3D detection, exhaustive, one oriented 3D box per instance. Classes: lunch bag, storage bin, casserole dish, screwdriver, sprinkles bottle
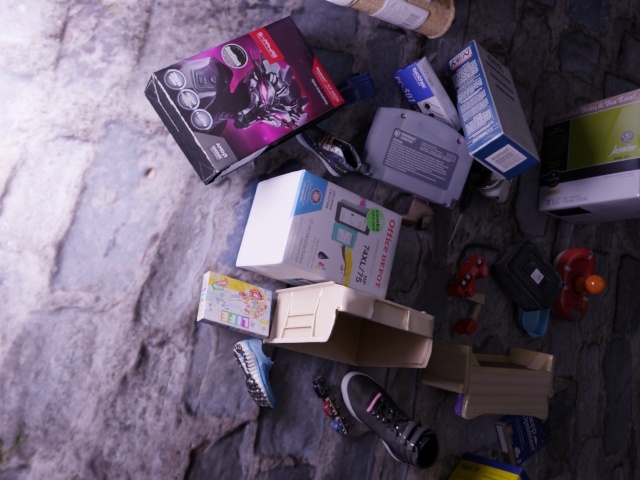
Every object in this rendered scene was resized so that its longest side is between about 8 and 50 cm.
[{"bbox_3d":[0.086,-0.371,1.497,0.098,0.067,0.065,-32,104,-33],"label":"lunch bag"},{"bbox_3d":[0.064,0.187,1.320,0.262,0.260,0.123,21,71,-31],"label":"storage bin"},{"bbox_3d":[0.589,0.103,1.756,0.180,0.084,0.122,46,67,-6],"label":"storage bin"},{"bbox_3d":[0.632,0.195,1.834,0.114,0.037,0.188,22,74,-31],"label":"casserole dish"},{"bbox_3d":[0.388,-0.061,1.701,0.025,0.024,0.170,21,74,-1],"label":"screwdriver"},{"bbox_3d":[0.174,-0.610,1.546,0.355,0.121,0.121,6,82,-34],"label":"sprinkles bottle"}]

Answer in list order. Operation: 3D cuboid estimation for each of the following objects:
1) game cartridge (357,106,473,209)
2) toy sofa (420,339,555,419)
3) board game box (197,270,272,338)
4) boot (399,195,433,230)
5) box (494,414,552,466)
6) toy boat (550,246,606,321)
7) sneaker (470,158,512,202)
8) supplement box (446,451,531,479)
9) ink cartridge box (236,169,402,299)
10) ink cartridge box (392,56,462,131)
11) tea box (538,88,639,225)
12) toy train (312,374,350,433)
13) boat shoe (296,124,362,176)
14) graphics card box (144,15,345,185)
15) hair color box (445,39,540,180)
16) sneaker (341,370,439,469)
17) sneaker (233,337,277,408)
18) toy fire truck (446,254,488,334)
[{"bbox_3d":[0.246,-0.215,1.551,0.294,0.060,0.196,19,96,-23],"label":"game cartridge"},{"bbox_3d":[0.444,0.365,1.625,0.362,0.150,0.177,10,85,-33],"label":"toy sofa"},{"bbox_3d":[-0.175,0.136,1.283,0.154,0.026,0.103,21,57,-31],"label":"board game box"},{"bbox_3d":[0.244,-0.078,1.599,0.118,0.042,0.087,18,70,-33],"label":"boot"},{"bbox_3d":[0.601,0.544,1.783,0.225,0.036,0.136,-19,96,-35],"label":"box"},{"bbox_3d":[0.797,0.132,1.881,0.151,0.151,0.231,24,73,-31],"label":"toy boat"},{"bbox_3d":[0.510,-0.259,1.759,0.146,0.122,0.331,37,65,-46],"label":"sneaker"},{"bbox_3d":[0.380,0.740,1.521,0.356,0.194,0.195,-44,109,-28],"label":"supplement box"},{"bbox_3d":[0.000,0.000,1.327,0.270,0.197,0.198,21,75,-31],"label":"ink cartridge box"},{"bbox_3d":[0.281,-0.367,1.610,0.046,0.097,0.207,-44,109,-28],"label":"ink cartridge box"},{"bbox_3d":[0.864,-0.236,1.852,0.220,0.329,0.324,14,79,-32],"label":"tea box"},{"bbox_3d":[0.023,0.381,1.413,0.036,0.027,0.158,-34,104,-28],"label":"toy train"},{"bbox_3d":[0.020,-0.226,1.429,0.183,0.083,0.065,44,64,-23],"label":"boat shoe"},{"bbox_3d":[-0.149,-0.302,1.297,0.371,0.094,0.233,-34,94,-30],"label":"graphics card box"},{"bbox_3d":[0.449,-0.345,1.630,0.174,0.105,0.347,25,47,-35],"label":"hair color box"},{"bbox_3d":[0.174,0.418,1.440,0.104,0.147,0.296,-46,109,-26],"label":"sneaker"},{"bbox_3d":[-0.120,0.279,1.304,0.073,0.063,0.162,-24,99,-36],"label":"sneaker"},{"bbox_3d":[0.410,0.147,1.682,0.192,0.047,0.135,-47,111,-29],"label":"toy fire truck"}]
